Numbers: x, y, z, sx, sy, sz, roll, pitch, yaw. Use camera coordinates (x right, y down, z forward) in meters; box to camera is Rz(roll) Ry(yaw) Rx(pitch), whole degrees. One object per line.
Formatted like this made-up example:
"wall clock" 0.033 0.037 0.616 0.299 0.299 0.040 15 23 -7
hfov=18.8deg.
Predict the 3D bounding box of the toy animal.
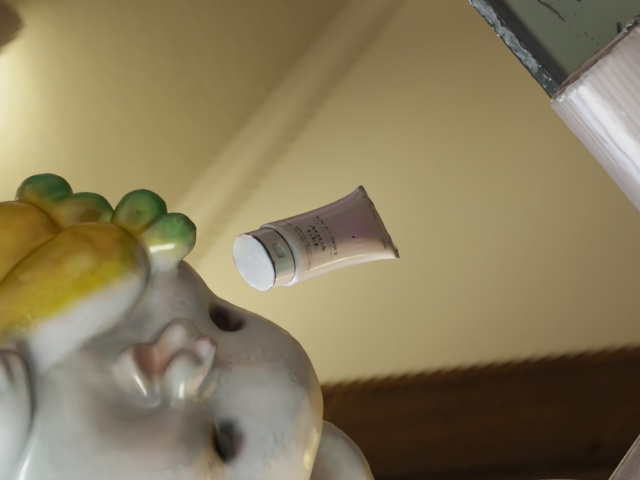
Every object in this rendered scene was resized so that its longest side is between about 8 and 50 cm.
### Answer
"toy animal" -0.122 0.112 0.930 0.310 0.247 0.183 -7 -149 -2

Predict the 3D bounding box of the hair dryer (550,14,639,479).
"hair dryer" 0.089 0.063 0.593 0.220 0.195 0.053 -39 180 -12

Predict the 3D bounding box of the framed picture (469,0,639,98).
"framed picture" 0.168 -0.167 1.001 0.324 0.244 0.013 -33 172 -47

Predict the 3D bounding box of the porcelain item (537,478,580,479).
"porcelain item" 0.142 0.222 1.206 0.147 0.147 0.114 -36 -175 -18

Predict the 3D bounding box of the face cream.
"face cream" 0.000 0.000 0.832 0.020 0.038 0.115 -33 172 29
